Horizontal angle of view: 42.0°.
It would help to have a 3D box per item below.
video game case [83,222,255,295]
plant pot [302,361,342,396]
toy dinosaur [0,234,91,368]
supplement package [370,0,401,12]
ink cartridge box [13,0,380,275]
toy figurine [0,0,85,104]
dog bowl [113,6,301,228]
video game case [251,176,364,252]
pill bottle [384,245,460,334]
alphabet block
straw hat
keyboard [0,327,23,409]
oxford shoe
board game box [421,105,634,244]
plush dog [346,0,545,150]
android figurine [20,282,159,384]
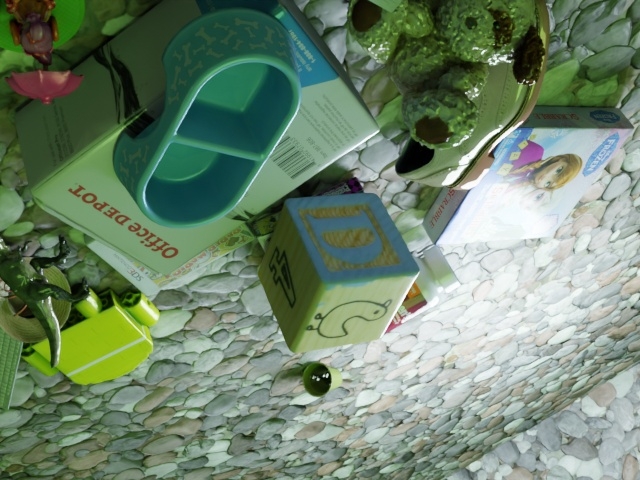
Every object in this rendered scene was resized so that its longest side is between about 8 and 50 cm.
[{"bbox_3d":[-0.250,-0.005,1.417,0.227,0.026,0.206,-28,146,4],"label":"video game case"},{"bbox_3d":[0.012,0.332,2.001,0.083,0.083,0.079,-40,156,21],"label":"plant pot"},{"bbox_3d":[-0.437,0.067,1.316,0.118,0.064,0.268,-27,115,-9],"label":"toy dinosaur"},{"bbox_3d":[0.093,-0.420,0.974,0.134,0.139,0.244,14,131,-42],"label":"supplement package"},{"bbox_3d":[-0.165,-0.160,1.135,0.395,0.166,0.285,-33,144,11],"label":"ink cartridge box"},{"bbox_3d":[-0.319,-0.236,0.942,0.130,0.159,0.173,-11,143,-20],"label":"toy figurine"},{"bbox_3d":[-0.130,-0.130,0.988,0.166,0.074,0.297,10,131,-37],"label":"dog bowl"},{"bbox_3d":[0.000,0.000,1.566,0.210,0.041,0.232,-25,146,-1],"label":"video game case"},{"bbox_3d":[0.174,0.106,1.750,0.221,0.121,0.121,-31,146,9],"label":"pill bottle"},{"bbox_3d":[0.024,0.054,1.445,0.192,0.193,0.197,-5,141,-25],"label":"alphabet block"},{"bbox_3d":[-0.486,0.095,1.362,0.061,0.144,0.144,-3,166,44],"label":"straw hat"},{"bbox_3d":[-0.579,0.221,1.494,0.072,0.014,0.256,22,131,-8],"label":"keyboard"},{"bbox_3d":[0.237,-0.224,1.336,0.147,0.140,0.397,-1,138,-20],"label":"oxford shoe"},{"bbox_3d":[0.402,-0.124,1.633,0.318,0.066,0.318,-5,141,-28],"label":"board game box"},{"bbox_3d":[0.199,-0.287,1.185,0.225,0.262,0.210,-30,180,24],"label":"plush dog"},{"bbox_3d":[-0.416,0.178,1.530,0.248,0.056,0.273,-27,144,2],"label":"android figurine"}]
